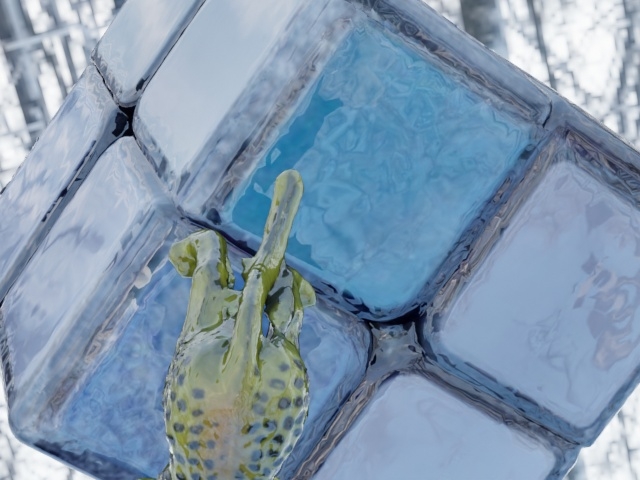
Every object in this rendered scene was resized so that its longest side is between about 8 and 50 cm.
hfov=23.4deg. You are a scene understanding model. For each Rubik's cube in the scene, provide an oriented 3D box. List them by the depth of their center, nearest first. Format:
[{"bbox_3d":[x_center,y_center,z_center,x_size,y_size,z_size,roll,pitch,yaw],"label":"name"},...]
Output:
[{"bbox_3d":[0.000,0.000,0.961,0.313,0.318,0.316,-55,-156,8],"label":"Rubik's cube"}]

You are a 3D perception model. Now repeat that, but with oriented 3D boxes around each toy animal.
[{"bbox_3d":[-0.029,0.078,0.562,0.073,0.181,0.136,9,-156,-11],"label":"toy animal"}]
